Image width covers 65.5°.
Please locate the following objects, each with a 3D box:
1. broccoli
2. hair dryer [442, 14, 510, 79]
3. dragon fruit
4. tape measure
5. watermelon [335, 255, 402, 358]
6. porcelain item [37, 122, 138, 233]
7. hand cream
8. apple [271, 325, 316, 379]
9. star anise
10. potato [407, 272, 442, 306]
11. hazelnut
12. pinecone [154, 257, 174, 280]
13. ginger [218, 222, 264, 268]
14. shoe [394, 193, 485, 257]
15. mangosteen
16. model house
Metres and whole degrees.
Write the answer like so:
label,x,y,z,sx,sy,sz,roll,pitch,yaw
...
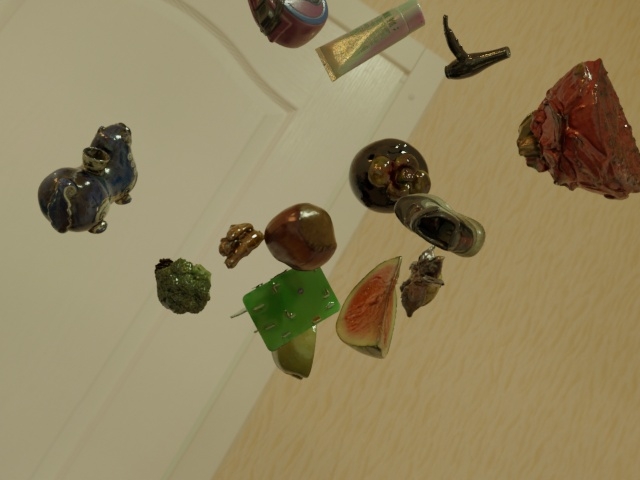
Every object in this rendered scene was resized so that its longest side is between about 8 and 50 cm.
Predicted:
label,x,y,z,sx,sy,sz,roll,pitch,yaw
broccoli,-0.337,0.116,1.243,0.162,0.138,0.145,-17,-67,43
hair dryer,0.421,-0.572,1.447,0.196,0.075,0.219,-9,-37,42
dragon fruit,0.508,-0.174,1.019,0.205,0.152,0.317,-7,-50,52
tape measure,-0.101,-0.689,1.443,0.232,0.245,0.149,-6,-13,-43
watermelon,0.142,0.192,1.212,0.159,0.303,0.128,-30,-68,36
porcelain item,-0.506,-0.142,1.121,0.138,0.186,0.288,23,33,-2
hand cream,0.081,-0.328,0.808,0.076,0.174,0.047,66,9,22
apple,-0.101,0.480,2.381,0.312,0.360,0.320,-4,-19,31
star anise,0.272,0.098,1.361,0.063,0.171,0.208,20,-40,-10
potato,0.336,0.146,1.629,0.107,0.080,0.170,31,-48,11
hazelnut,-0.055,-0.017,1.459,0.210,0.186,0.210,26,-17,9
pinecone,-0.484,0.097,1.551,0.077,0.083,0.077,7,-57,11
ginger,-0.244,0.003,1.483,0.103,0.162,0.073,48,-35,-8
shoe,0.243,-0.040,1.081,0.228,0.099,0.112,32,19,34
mangosteen,0.239,-0.215,1.663,0.275,0.275,0.302,33,0,-14
model house,-0.160,0.262,1.939,0.242,0.358,0.313,60,-26,0
